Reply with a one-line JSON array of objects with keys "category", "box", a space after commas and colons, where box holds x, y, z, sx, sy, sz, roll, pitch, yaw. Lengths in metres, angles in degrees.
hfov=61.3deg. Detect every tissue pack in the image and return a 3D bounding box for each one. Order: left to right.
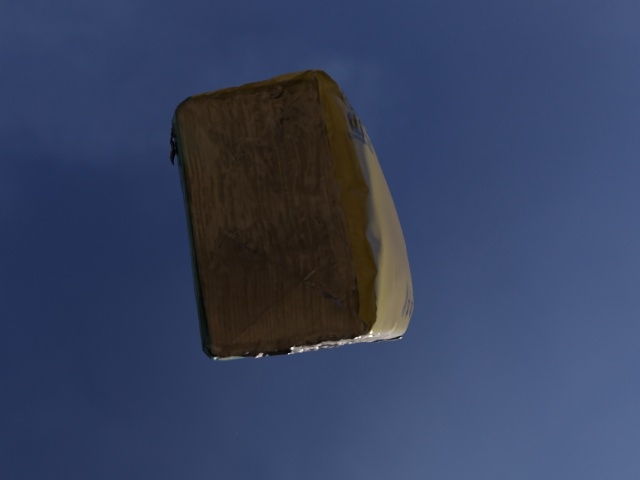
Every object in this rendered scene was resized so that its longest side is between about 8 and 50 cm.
[{"category": "tissue pack", "box": [0.000, 0.000, 0.472, 0.134, 0.271, 0.192, -11, -101, 11]}]
